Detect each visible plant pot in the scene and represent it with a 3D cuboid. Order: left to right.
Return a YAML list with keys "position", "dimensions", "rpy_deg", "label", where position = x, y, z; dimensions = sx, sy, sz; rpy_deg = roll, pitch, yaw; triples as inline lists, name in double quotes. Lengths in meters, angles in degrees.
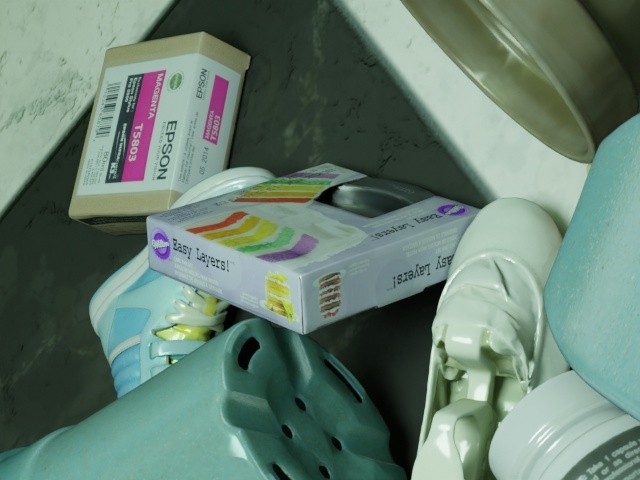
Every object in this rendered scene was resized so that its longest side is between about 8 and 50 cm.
- position: [-0.116, 0.267, 1.384]
  dimensions: [0.334, 0.341, 0.341]
  rpy_deg: [-38, 52, 25]
  label: "plant pot"
- position: [0.238, -0.279, 1.340]
  dimensions: [0.280, 0.323, 0.323]
  rpy_deg: [-43, 47, -2]
  label: "plant pot"
- position: [0.311, 0.030, 1.071]
  dimensions: [0.252, 0.247, 0.248]
  rpy_deg: [24, 95, 56]
  label: "plant pot"

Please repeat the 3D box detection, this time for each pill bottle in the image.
- position: [0.270, 0.242, 1.168]
  dimensions: [0.161, 0.161, 0.283]
  rpy_deg: [-51, 47, 14]
  label: "pill bottle"

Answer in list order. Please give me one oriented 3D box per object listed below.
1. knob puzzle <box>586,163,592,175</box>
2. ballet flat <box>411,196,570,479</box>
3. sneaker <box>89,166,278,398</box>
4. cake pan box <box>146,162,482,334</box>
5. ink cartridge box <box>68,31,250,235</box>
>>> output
- position: [0.312, -0.040, 1.315]
  dimensions: [0.213, 0.030, 0.213]
  rpy_deg: [-12, 73, 44]
  label: "knob puzzle"
- position: [0.147, 0.143, 1.327]
  dimensions: [0.139, 0.139, 0.400]
  rpy_deg: [1, 76, 42]
  label: "ballet flat"
- position: [-0.131, 0.079, 1.628]
  dimensions: [0.319, 0.127, 0.208]
  rpy_deg: [-46, 46, 32]
  label: "sneaker"
- position: [0.000, 0.000, 1.461]
  dimensions: [0.245, 0.266, 0.070]
  rpy_deg: [23, 121, 45]
  label: "cake pan box"
- position: [-0.201, -0.130, 1.798]
  dimensions: [0.193, 0.088, 0.235]
  rpy_deg: [-3, 71, 43]
  label: "ink cartridge box"
